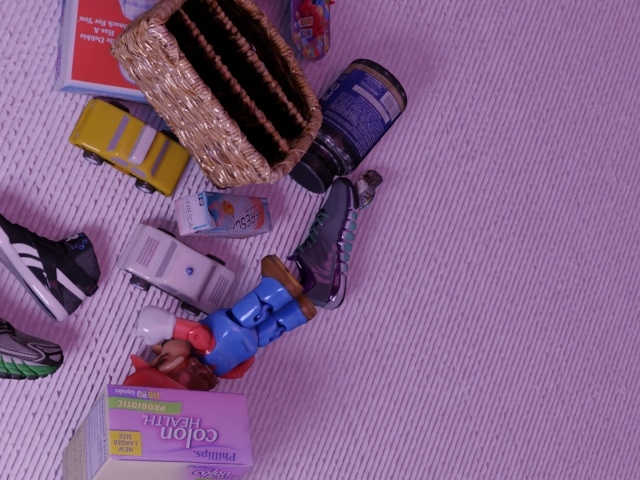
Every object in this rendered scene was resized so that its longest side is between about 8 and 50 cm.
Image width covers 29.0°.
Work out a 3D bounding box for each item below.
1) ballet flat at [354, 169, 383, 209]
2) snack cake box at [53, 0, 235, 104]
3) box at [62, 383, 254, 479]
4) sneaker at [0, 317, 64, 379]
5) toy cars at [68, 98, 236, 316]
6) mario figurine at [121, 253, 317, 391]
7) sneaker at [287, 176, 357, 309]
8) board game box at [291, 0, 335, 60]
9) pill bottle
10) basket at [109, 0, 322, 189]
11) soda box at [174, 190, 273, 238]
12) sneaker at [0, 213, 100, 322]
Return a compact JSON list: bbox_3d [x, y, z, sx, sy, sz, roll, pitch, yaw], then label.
[{"bbox_3d":[0.075,-0.089,2.084,0.041,0.041,0.114,55,27,-14],"label":"ballet flat"},{"bbox_3d":[-0.270,-0.290,1.923,0.264,0.089,0.152,7,87,-25],"label":"snack cake box"},{"bbox_3d":[-0.245,0.321,1.816,0.214,0.243,0.117,7,55,-25],"label":"box"},{"bbox_3d":[-0.518,0.100,1.766,0.344,0.134,0.146,29,76,-21],"label":"sneaker"},{"bbox_3d":[-0.249,-0.048,1.924,0.176,0.087,0.393,-24,98,-24],"label":"toy cars"},{"bbox_3d":[-0.178,0.144,1.922,0.320,0.170,0.198,-36,102,-8],"label":"mario figurine"},{"bbox_3d":[0.000,0.000,2.047,0.098,0.083,0.223,8,84,-17],"label":"sneaker"},{"bbox_3d":[-0.002,-0.382,2.044,0.133,0.033,0.168,3,86,-61],"label":"board game box"},{"bbox_3d":[0.036,-0.186,2.045,0.123,0.123,0.219,46,70,-17],"label":"pill bottle"},{"bbox_3d":[-0.124,-0.245,1.820,0.213,0.223,0.299,-42,105,-20],"label":"basket"},{"bbox_3d":[-0.149,-0.038,1.932,0.183,0.063,0.058,2,75,-61],"label":"soda box"},{"bbox_3d":[-0.417,0.006,1.855,0.121,0.079,0.217,-44,114,-23],"label":"sneaker"}]
